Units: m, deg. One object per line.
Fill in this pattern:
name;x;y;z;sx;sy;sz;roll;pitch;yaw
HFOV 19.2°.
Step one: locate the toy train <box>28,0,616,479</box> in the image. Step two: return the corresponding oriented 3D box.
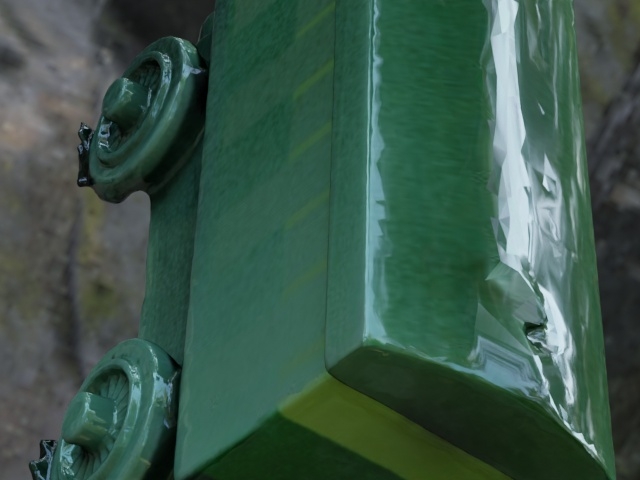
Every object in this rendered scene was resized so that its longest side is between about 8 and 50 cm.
toy train;0.000;0.000;0.694;0.120;0.202;0.301;31;41;-29
